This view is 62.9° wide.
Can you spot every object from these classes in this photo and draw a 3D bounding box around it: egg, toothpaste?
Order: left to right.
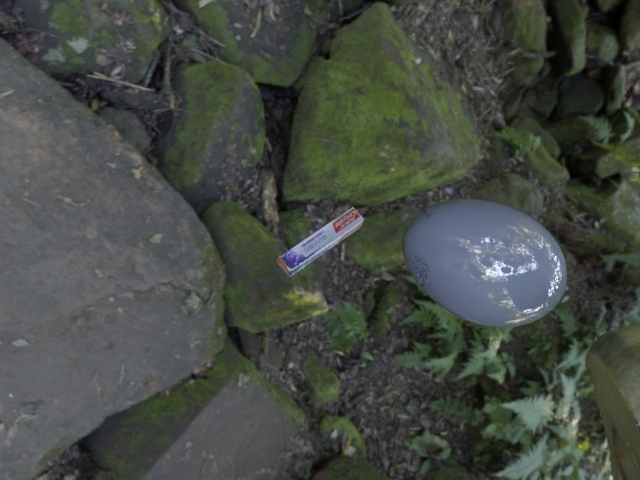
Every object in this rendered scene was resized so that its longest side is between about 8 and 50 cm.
[{"bbox_3d":[0.000,0.000,1.058,0.196,0.047,0.040,-34,162,-21],"label":"toothpaste"},{"bbox_3d":[0.195,0.025,0.629,0.146,0.199,0.146,-63,179,-1],"label":"egg"}]

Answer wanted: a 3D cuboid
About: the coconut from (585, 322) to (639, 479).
[{"bbox_3d":[0.393,0.184,0.444,0.297,0.255,0.297,-13,90,-77],"label":"coconut"}]
